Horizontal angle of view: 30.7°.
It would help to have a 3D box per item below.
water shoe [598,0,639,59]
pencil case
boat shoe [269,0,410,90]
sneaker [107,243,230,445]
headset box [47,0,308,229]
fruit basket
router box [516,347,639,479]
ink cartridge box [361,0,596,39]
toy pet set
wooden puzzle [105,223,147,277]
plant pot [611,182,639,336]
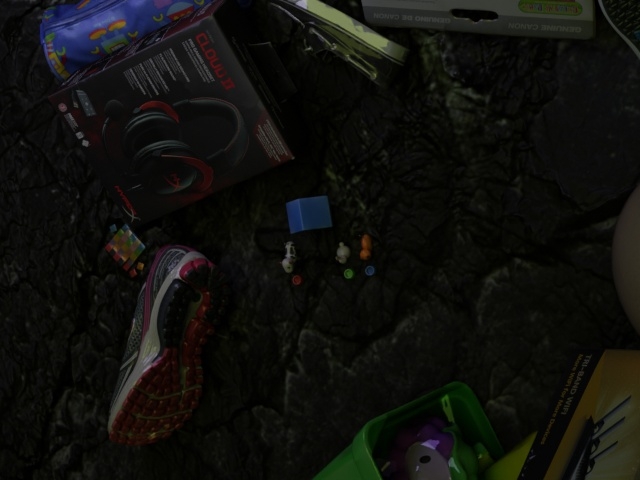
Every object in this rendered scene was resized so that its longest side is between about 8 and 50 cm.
[{"bbox_3d":[0.373,-0.260,1.352,0.073,0.080,0.203,-26,109,18],"label":"water shoe"},{"bbox_3d":[-0.246,-0.318,1.603,0.306,0.133,0.119,-21,64,21],"label":"pencil case"},{"bbox_3d":[0.009,-0.271,1.532,0.219,0.078,0.070,32,101,17],"label":"boat shoe"},{"bbox_3d":[-0.218,0.150,1.623,0.112,0.121,0.299,36,106,48],"label":"sneaker"},{"bbox_3d":[-0.172,-0.175,1.545,0.293,0.110,0.218,-21,112,20],"label":"headset box"},{"bbox_3d":[0.214,0.343,1.375,0.392,0.283,0.392,8,103,37],"label":"fruit basket"},{"bbox_3d":[0.304,0.262,1.177,0.243,0.081,0.309,-7,52,61],"label":"router box"},{"bbox_3d":[0.191,-0.393,1.402,0.309,0.130,0.272,9,139,22],"label":"ink cartridge box"},{"bbox_3d":[0.000,0.000,1.545,0.122,0.065,0.114,-10,87,22],"label":"toy pet set"},{"bbox_3d":[-0.282,0.011,1.692,0.083,0.006,0.049,46,106,15],"label":"wooden puzzle"},{"bbox_3d":[0.455,0.051,1.246,0.284,0.191,0.284,5,111,13],"label":"plant pot"}]
